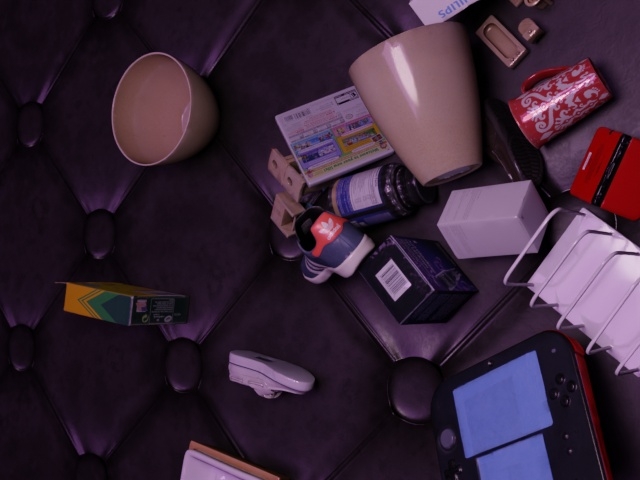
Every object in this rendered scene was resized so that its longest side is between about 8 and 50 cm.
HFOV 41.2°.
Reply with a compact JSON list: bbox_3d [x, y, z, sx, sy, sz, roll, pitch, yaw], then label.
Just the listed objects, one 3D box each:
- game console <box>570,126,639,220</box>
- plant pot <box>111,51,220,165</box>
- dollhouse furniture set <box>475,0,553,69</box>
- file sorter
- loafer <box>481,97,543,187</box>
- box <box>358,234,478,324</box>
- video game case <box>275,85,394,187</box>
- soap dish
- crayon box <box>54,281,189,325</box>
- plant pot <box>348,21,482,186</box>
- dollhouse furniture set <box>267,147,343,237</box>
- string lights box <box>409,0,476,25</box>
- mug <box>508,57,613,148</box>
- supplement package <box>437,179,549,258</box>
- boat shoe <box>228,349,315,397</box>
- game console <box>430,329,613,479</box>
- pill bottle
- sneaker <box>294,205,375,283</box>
[{"bbox_3d":[0.565,-0.128,1.621,0.144,0.085,0.124,-68,25,11],"label":"game console"},{"bbox_3d":[-0.370,-0.323,2.191,0.284,0.191,0.284,-2,87,36],"label":"plant pot"},{"bbox_3d":[0.373,-0.458,1.710,0.151,0.123,0.144,-48,62,24],"label":"dollhouse furniture set"},{"bbox_3d":[0.508,0.092,1.551,0.277,0.173,0.193,42,111,29],"label":"file sorter"},{"bbox_3d":[0.379,-0.186,1.728,0.078,0.080,0.220,-54,47,47],"label":"loafer"},{"bbox_3d":[0.203,0.083,1.748,0.108,0.207,0.153,-49,63,23],"label":"box"},{"bbox_3d":[0.031,-0.238,1.925,0.212,0.023,0.193,-22,69,-10],"label":"video game case"},{"bbox_3d":[-0.212,0.635,2.066,0.290,0.118,0.229,12,94,35],"label":"soap dish"},{"bbox_3d":[-0.536,0.165,2.276,0.318,0.202,0.081,7,92,37],"label":"crayon box"},{"bbox_3d":[0.221,-0.258,1.725,0.256,0.256,0.274,-24,80,32],"label":"plant pot"},{"bbox_3d":[-0.046,-0.129,2.014,0.129,0.129,0.184,50,144,27],"label":"dollhouse furniture set"},{"bbox_3d":[0.267,-0.538,1.724,0.133,0.077,0.260,-28,27,31],"label":"string lights box"},{"bbox_3d":[0.459,-0.285,1.649,0.169,0.113,0.150,-32,71,26],"label":"mug"},{"bbox_3d":[0.343,-0.039,1.687,0.179,0.105,0.105,-6,42,40],"label":"supplement package"},{"bbox_3d":[-0.124,0.334,2.037,0.267,0.096,0.088,12,98,37],"label":"boat shoe"},{"bbox_3d":[0.361,0.379,1.601,0.386,0.060,0.342,-38,43,44],"label":"game console"},{"bbox_3d":[0.134,-0.100,1.860,0.219,0.122,0.123,-14,79,34],"label":"pill bottle"},{"bbox_3d":[0.000,0.000,1.845,0.148,0.350,0.131,41,74,-8],"label":"sneaker"}]
